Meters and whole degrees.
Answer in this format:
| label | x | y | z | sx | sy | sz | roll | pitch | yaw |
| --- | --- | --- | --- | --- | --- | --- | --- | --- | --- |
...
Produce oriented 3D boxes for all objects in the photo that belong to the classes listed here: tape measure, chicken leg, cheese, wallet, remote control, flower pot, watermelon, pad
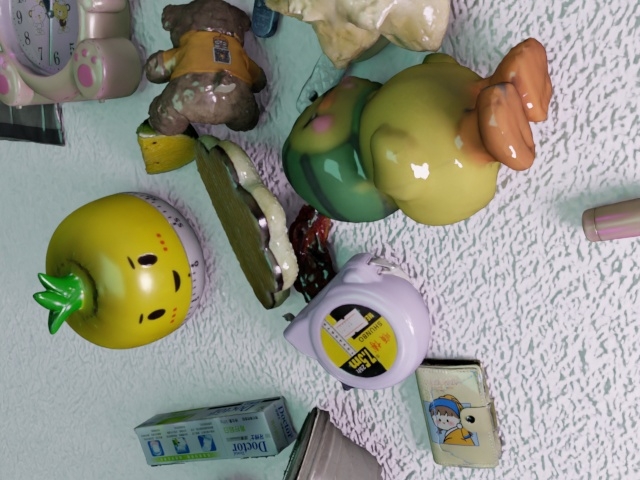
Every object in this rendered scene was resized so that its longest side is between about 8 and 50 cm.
| label | x | y | z | sx | sy | sz | roll | pitch | yaw |
| --- | --- | --- | --- | --- | --- | --- | --- | --- | --- |
| tape measure | 0.065 | 0.123 | 1.018 | 0.178 | 0.105 | 0.196 | 49 | 120 | 0 |
| chicken leg | -0.005 | 0.000 | 1.059 | 0.089 | 0.048 | 0.219 | 15 | 113 | 25 |
| cheese | 0.029 | -0.263 | 0.950 | 0.127 | 0.049 | 0.235 | 42 | 122 | 14 |
| wallet | 0.193 | 0.245 | 1.014 | 0.110 | 0.039 | 0.155 | -7 | 102 | 36 |
| remote control | -0.068 | -0.360 | 0.998 | 0.043 | 0.027 | 0.153 | 27 | 117 | 30 |
| flower pot | 0.009 | 0.383 | 1.091 | 0.140 | 0.235 | 0.236 | 23 | 119 | 0 |
| watermelon | -0.228 | -0.150 | 1.121 | 0.075 | 0.092 | 0.181 | 31 | 162 | -1 |
| pad | -0.576 | -0.268 | 1.361 | 0.232 | 0.022 | 0.174 | 10 | 110 | 29 |

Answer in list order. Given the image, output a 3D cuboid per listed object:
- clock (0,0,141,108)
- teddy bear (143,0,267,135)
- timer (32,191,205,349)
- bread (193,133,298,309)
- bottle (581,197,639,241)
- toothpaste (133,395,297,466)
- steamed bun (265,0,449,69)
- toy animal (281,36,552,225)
| label | x | y | z | sx | sy | sz | roll | pitch | yaw |
| --- | --- | --- | --- | --- | --- | --- | --- | --- | --- |
| clock | -0.431 | -0.379 | 1.172 | 0.283 | 0.114 | 0.310 | 3 | 105 | 31 |
| teddy bear | -0.158 | -0.250 | 1.011 | 0.140 | 0.177 | 0.190 | 146 | 119 | -67 |
| timer | -0.353 | 0.064 | 1.171 | 0.285 | 0.285 | 0.285 | 11 | 111 | 30 |
| bread | -0.101 | -0.030 | 1.053 | 0.287 | 0.056 | 0.207 | 67 | 159 | -8 |
| bottle | 0.353 | -0.024 | 0.821 | 0.096 | 0.045 | 0.045 | -12 | 98 | 38 |
| toothpaste | -0.195 | 0.346 | 1.284 | 0.336 | 0.067 | 0.081 | -17 | 95 | 35 |
| steamed bun | 0.051 | -0.344 | 0.815 | 0.295 | 0.137 | 0.292 | -21 | 92 | 18 |
| toy animal | 0.110 | -0.108 | 0.864 | 0.338 | 0.216 | 0.191 | -7 | 128 | 37 |
